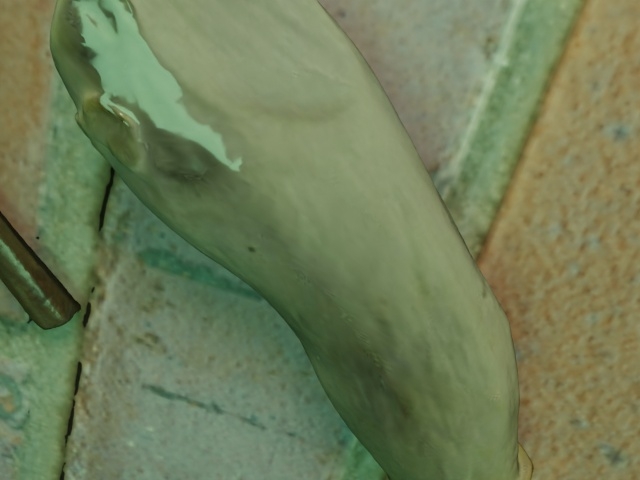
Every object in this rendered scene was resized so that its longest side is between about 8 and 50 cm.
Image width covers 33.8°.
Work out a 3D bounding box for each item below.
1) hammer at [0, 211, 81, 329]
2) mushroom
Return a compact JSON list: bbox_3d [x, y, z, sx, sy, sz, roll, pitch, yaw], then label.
[{"bbox_3d":[-0.212,-0.071,0.509,0.125,0.027,0.297,-17,116,29],"label":"hammer"},{"bbox_3d":[0.002,0.000,0.461,0.109,0.097,0.351,-23,116,27],"label":"mushroom"}]
